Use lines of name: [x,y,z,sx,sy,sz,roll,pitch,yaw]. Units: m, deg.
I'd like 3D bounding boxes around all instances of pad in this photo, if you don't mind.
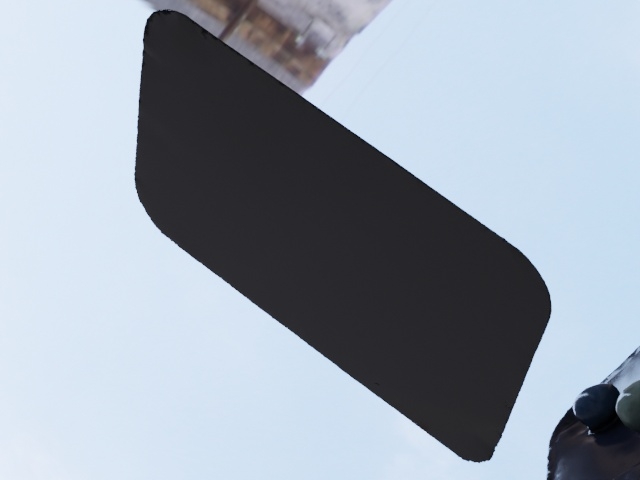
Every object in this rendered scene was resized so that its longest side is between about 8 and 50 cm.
pad: [0.000,0.000,0.860,0.267,0.181,0.004,36,-126,19]

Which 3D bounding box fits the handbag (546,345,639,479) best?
handbag: [0.260,0.082,0.970,0.118,0.269,0.326,38,-68,-4]
